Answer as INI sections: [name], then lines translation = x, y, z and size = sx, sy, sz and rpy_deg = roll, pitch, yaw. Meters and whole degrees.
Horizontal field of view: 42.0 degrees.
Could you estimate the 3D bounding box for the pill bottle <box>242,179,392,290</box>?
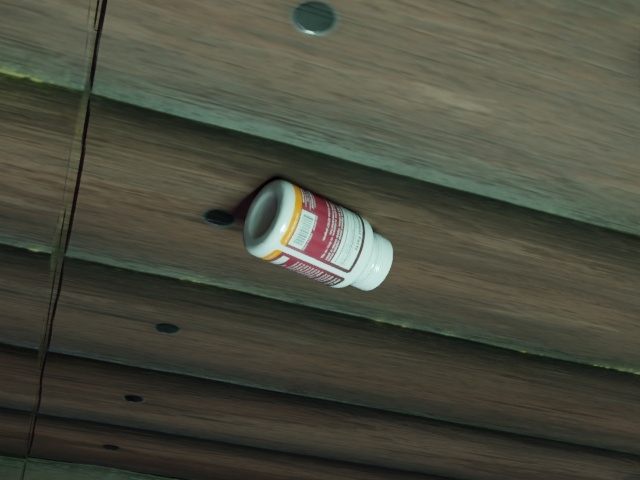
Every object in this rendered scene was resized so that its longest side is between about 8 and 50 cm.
[pill bottle]
translation = 0.000, 0.000, 0.895
size = 0.152, 0.086, 0.086
rpy_deg = 24, 144, -31
